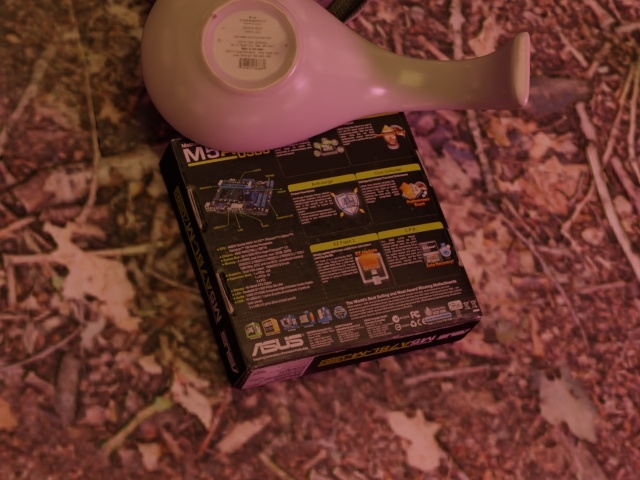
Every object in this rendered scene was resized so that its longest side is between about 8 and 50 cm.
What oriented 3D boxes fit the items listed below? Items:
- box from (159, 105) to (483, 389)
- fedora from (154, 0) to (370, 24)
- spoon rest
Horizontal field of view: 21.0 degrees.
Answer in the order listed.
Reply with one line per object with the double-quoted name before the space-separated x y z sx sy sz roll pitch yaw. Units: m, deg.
"box" 0.000 0.000 1.245 0.191 0.045 0.184 -12 67 -24
"fedora" -0.043 -0.287 1.323 0.244 0.124 0.275 15 61 -13
"spoon rest" 0.008 -0.125 1.245 0.276 0.084 0.137 5 81 -7
